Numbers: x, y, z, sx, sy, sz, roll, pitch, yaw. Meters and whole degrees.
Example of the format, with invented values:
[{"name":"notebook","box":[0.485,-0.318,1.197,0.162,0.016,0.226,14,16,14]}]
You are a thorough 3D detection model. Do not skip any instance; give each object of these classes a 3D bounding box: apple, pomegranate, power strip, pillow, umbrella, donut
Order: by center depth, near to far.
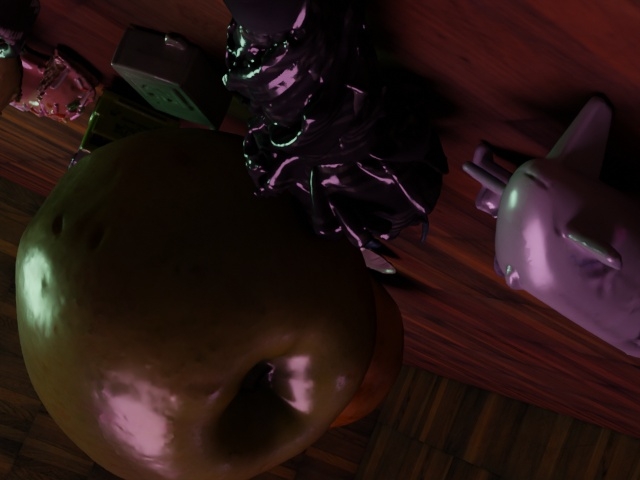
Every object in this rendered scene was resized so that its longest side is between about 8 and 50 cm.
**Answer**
[{"name":"umbrella","box":[0.012,-0.079,0.606,0.154,0.128,0.336,24,169,9]},{"name":"apple","box":[-0.105,0.062,0.847,0.338,0.338,0.305,29,-177,-35]},{"name":"power strip","box":[-0.127,-0.139,0.852,0.075,0.042,0.175,19,171,17]},{"name":"donut","box":[-0.316,-0.177,1.039,0.166,0.065,0.117,19,169,34]},{"name":"pillow","box":[0.000,0.000,1.383,0.233,0.038,0.131,17,166,32]},{"name":"pomegranate","box":[-0.024,0.156,1.588,0.338,0.338,0.338,23,171,4]}]

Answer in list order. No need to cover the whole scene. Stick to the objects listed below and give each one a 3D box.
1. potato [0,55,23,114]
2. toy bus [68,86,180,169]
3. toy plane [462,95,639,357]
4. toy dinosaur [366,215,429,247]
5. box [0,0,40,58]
[{"name":"potato","box":[-0.420,-0.193,0.884,0.239,0.116,0.299,31,157,2]},{"name":"toy bus","box":[-0.254,-0.093,1.135,0.113,0.139,0.302,23,170,-13]},{"name":"toy plane","box":[0.200,0.008,0.643,0.267,0.122,0.267,37,-176,-3]},{"name":"toy dinosaur","box":[0.024,-0.032,1.031,0.147,0.076,0.363,14,172,-4]},{"name":"box","box":[-0.187,-0.182,0.447,0.151,0.135,0.151,26,172,4]}]
